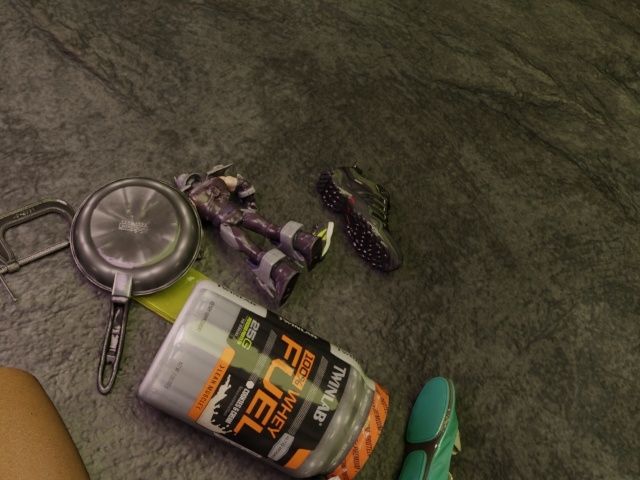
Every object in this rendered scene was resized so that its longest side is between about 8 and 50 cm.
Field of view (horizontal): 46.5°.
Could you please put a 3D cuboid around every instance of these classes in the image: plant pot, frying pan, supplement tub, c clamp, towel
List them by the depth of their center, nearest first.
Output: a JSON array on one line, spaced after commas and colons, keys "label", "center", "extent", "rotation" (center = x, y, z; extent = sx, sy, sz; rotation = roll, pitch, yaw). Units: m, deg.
[{"label": "plant pot", "center": [-0.376, 0.284, 0.863], "extent": [0.237, 0.237, 0.254], "rotation": [-3, 49, -27]}, {"label": "supplement tub", "center": [-0.075, 0.205, 1.052], "extent": [0.316, 0.193, 0.194], "rotation": [28, 53, -7]}, {"label": "frying pan", "center": [-0.310, 0.037, 1.104], "extent": [0.197, 0.053, 0.326], "rotation": [28, 66, 4]}, {"label": "c clamp", "center": [-0.426, 0.005, 1.119], "extent": [0.160, 0.022, 0.137], "rotation": [-34, 74, -34]}, {"label": "towel", "center": [-0.249, 0.061, 1.165], "extent": [0.237, 0.021, 0.102], "rotation": [33, 54, -4]}]

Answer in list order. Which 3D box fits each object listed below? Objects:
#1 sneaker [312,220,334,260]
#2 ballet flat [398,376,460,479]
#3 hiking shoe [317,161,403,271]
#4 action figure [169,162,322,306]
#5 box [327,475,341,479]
[{"label": "sneaker", "center": [0.000, 0.000, 1.316], "extent": [0.035, 0.031, 0.083], "rotation": [14, 51, -1]}, {"label": "ballet flat", "center": [0.176, 0.338, 1.172], "extent": [0.087, 0.083, 0.247], "rotation": [44, 49, -26]}, {"label": "hiking shoe", "center": [0.097, -0.052, 1.354], "extent": [0.114, 0.086, 0.227], "rotation": [-25, 73, -31]}, {"label": "action figure", "center": [-0.141, -0.025, 1.223], "extent": [0.285, 0.099, 0.185], "rotation": [36, 58, 16]}, {"label": "box", "center": [0.018, 0.453, 0.973], "extent": [0.126, 0.149, 0.232], "rotation": [-27, 74, -34]}]
